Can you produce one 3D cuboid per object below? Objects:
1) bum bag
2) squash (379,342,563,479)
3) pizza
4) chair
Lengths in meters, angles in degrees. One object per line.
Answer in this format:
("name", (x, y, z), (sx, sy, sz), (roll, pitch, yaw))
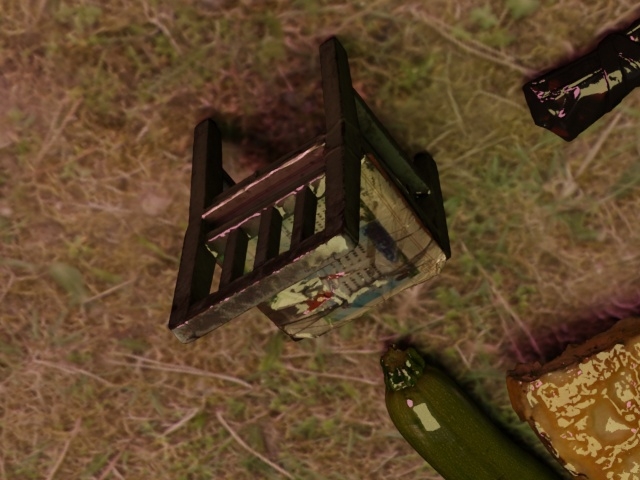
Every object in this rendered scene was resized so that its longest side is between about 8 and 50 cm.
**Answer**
("bum bag", (0.208, -0.119, 1.049), (0.124, 0.034, 0.058), (-31, 106, 17))
("squash", (0.132, 0.182, 1.232), (0.069, 0.069, 0.258), (-37, 118, 21))
("pizza", (0.318, 0.143, 1.190), (0.323, 0.089, 0.223), (33, 105, -12))
("chair", (0.000, 0.000, 0.981), (0.136, 0.270, 0.147), (-31, 119, 16))
